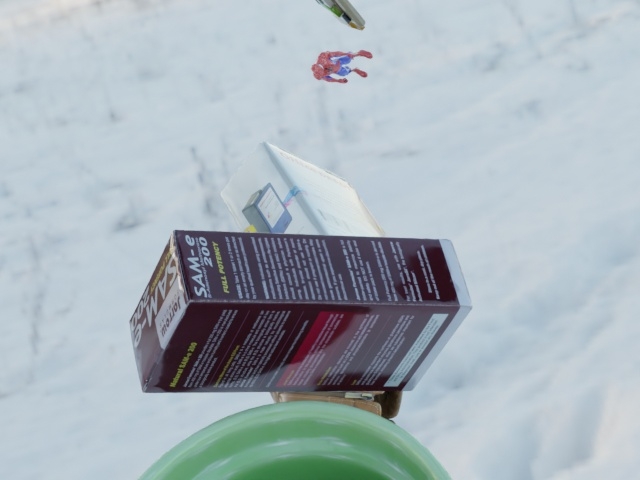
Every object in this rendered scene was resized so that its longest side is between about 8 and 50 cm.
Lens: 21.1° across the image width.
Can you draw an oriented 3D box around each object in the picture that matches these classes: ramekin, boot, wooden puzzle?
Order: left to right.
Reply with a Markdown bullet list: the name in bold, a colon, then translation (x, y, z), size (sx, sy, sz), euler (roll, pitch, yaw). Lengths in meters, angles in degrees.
- **ramekin**: translation (-0.014, 0.287, 1.283), size (0.303, 0.148, 0.303), euler (-10, 53, 13)
- **boot**: translation (0.007, 0.129, 1.661), size (0.152, 0.197, 0.073), euler (-8, -32, 24)
- **wooden puzzle**: translation (0.008, -0.250, 1.781), size (0.014, 0.116, 0.078), euler (-52, 42, -5)

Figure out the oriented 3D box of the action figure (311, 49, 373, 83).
- **action figure**: translation (0.022, -0.198, 1.941), size (0.030, 0.038, 0.115), euler (30, 23, 26)

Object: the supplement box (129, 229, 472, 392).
- **supplement box**: translation (-0.017, 0.059, 1.358), size (0.239, 0.073, 0.130), euler (2, -37, -25)

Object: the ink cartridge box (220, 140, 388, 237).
- **ink cartridge box**: translation (0.000, 0.000, 1.930), size (0.154, 0.093, 0.212), euler (25, 24, -40)
